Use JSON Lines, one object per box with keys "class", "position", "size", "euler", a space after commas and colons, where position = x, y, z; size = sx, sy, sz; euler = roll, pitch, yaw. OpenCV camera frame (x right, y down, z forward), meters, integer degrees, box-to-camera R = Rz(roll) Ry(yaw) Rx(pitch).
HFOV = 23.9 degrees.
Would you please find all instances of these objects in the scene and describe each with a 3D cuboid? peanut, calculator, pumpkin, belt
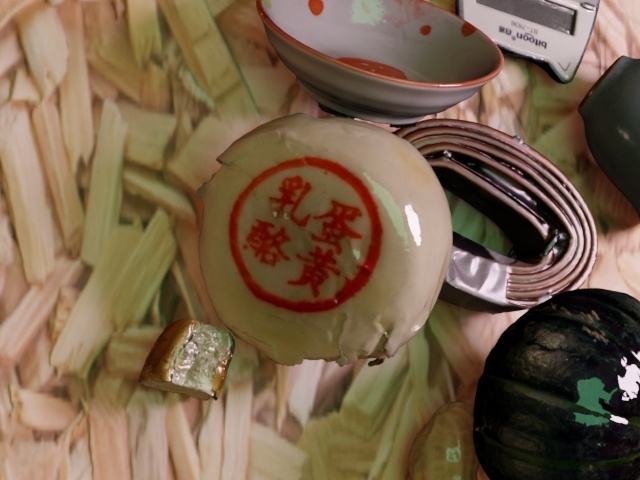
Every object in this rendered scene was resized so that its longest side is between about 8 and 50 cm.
{"class": "peanut", "position": [0.129, 0.259, 1.567], "size": [0.082, 0.082, 0.187], "euler": [7, 83, -18]}
{"class": "calculator", "position": [0.238, -0.315, 1.702], "size": [0.177, 0.040, 0.268], "euler": [17, 77, -16]}
{"class": "pumpkin", "position": [0.257, 0.165, 1.527], "size": [0.250, 0.216, 0.250], "euler": [-14, 112, -37]}
{"class": "belt", "position": [0.161, -0.023, 1.601], "size": [0.261, 0.105, 0.184], "euler": [34, 75, -12]}

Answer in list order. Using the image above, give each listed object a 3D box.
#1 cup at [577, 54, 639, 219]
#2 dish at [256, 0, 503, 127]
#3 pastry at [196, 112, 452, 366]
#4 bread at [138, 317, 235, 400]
{"class": "cup", "position": [0.364, -0.127, 1.661], "size": [0.150, 0.199, 0.199], "euler": [40, 71, 9]}
{"class": "dish", "position": [0.052, -0.182, 1.553], "size": [0.260, 0.260, 0.085], "euler": [6, 120, -18]}
{"class": "pastry", "position": [0.002, 0.001, 1.486], "size": [0.264, 0.133, 0.265], "euler": [3, 102, 14]}
{"class": "bread", "position": [-0.132, 0.117, 1.494], "size": [0.076, 0.083, 0.070], "euler": [19, 74, -15]}
